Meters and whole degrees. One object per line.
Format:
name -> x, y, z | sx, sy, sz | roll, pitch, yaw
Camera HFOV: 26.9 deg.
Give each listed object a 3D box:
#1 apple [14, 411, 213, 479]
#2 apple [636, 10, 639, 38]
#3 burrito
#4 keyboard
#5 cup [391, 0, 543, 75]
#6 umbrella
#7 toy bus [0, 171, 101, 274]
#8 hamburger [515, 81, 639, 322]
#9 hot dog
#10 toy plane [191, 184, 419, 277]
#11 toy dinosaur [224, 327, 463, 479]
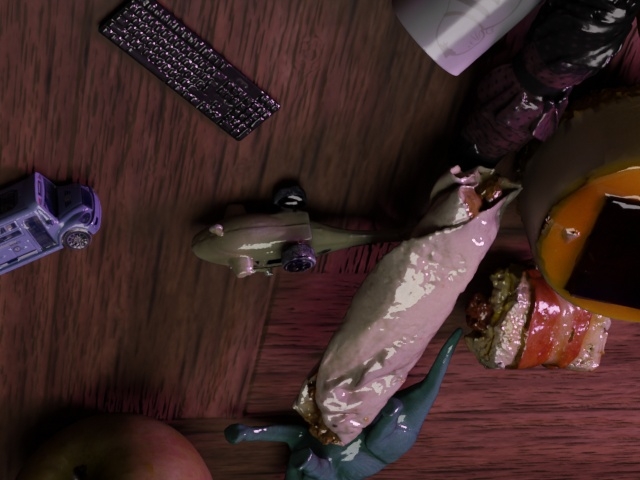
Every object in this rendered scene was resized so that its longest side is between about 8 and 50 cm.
apple -> -0.240, 0.339, 1.591 | 0.257, 0.256, 0.234 | -22, 136, 4
apple -> 0.437, -0.219, 1.247 | 0.299, 0.299, 0.275 | 19, 105, -30
burrito -> 0.082, 0.079, 1.474 | 0.117, 0.076, 0.392 | 16, 120, -32
keyboard -> -0.127, -0.170, 1.330 | 0.061, 0.013, 0.204 | -37, 130, 18
cup -> 0.135, -0.244, 1.280 | 0.133, 0.099, 0.136 | -39, 130, 20
umbrella -> 0.215, -0.155, 1.339 | 0.090, 0.094, 0.326 | -17, 158, -30
toy bus -> -0.311, -0.014, 1.375 | 0.167, 0.073, 0.076 | -24, 131, 7
hamburger -> 0.359, -0.044, 1.463 | 0.294, 0.179, 0.276 | 10, 134, 1
hot dog -> 0.264, 0.091, 1.624 | 0.213, 0.103, 0.146 | 11, 106, -35
toy plane -> 0.000, 0.000, 1.475 | 0.286, 0.092, 0.108 | -6, 153, -10
toy dinosaur -> 0.065, 0.276, 1.745 | 0.383, 0.129, 0.331 | -28, 143, 8
